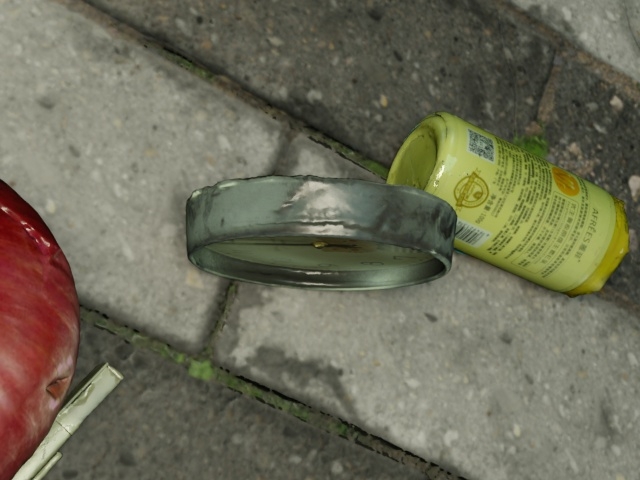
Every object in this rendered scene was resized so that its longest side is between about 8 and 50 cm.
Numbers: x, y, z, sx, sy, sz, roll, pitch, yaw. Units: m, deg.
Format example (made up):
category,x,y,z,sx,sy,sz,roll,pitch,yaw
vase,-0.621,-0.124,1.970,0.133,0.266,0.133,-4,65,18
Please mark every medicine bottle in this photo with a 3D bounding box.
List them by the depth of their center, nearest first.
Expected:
category,x,y,z,sx,sy,sz,roll,pitch,yaw
medicine bottle,0.187,-0.029,1.027,0.238,0.124,0.124,22,70,-21

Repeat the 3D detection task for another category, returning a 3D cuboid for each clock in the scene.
category,x,y,z,sx,sy,sz,roll,pitch,yaw
clock,0.000,0.000,0.867,0.226,0.226,0.049,8,75,-24

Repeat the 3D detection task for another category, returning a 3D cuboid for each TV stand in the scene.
category,x,y,z,sx,sy,sz,roll,pitch,yaw
TV stand,-0.247,0.187,0.810,0.042,0.036,0.249,45,64,-8

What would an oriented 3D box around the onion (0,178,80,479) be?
category,x,y,z,sx,sy,sz,roll,pitch,yaw
onion,-0.334,0.088,0.687,0.347,0.285,0.348,6,38,-4
